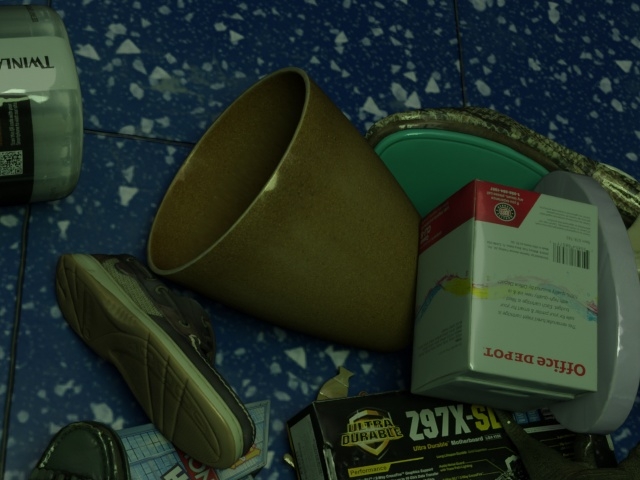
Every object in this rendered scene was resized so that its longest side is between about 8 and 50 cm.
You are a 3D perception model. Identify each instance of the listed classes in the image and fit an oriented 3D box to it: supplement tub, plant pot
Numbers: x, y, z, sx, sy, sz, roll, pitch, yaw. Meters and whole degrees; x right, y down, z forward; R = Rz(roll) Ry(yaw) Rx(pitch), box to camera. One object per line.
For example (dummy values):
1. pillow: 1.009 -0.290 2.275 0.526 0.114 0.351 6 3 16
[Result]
1. supplement tub: -0.393 -0.117 1.091 0.316 0.193 0.193 -7 67 -23
2. plant pot: 0.000 0.000 1.160 0.254 0.237 0.237 37 56 -24

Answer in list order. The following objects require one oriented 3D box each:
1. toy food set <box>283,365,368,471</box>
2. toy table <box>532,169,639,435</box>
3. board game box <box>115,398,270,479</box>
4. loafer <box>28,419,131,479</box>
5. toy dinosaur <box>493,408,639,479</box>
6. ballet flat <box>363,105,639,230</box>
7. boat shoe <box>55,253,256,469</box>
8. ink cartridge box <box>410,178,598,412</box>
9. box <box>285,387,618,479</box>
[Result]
1. toy food set: 0.015 0.192 1.175 0.078 0.019 0.122 38 57 3
2. toy table: 0.302 0.062 1.133 0.161 0.252 0.274 6 62 -16
3. board game box: -0.109 0.237 1.085 0.194 0.060 0.194 -23 73 -27
4. loafer: -0.221 0.278 0.969 0.096 0.084 0.267 9 76 9
5. toy dinosaur: 0.276 0.255 1.082 0.313 0.121 0.160 48 44 0
6. ballet flat: 0.258 -0.047 1.324 0.483 0.164 0.182 22 37 -13
7. boat shoe: -0.142 0.095 1.087 0.092 0.102 0.285 -21 44 -35
8. ink cartridge box: 0.166 0.056 1.067 0.128 0.127 0.176 12 69 -17
9. box: 0.151 0.268 1.137 0.322 0.079 0.257 -4 66 -25
